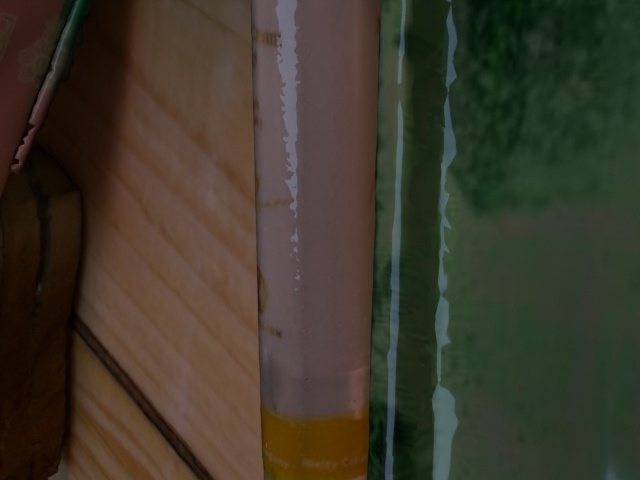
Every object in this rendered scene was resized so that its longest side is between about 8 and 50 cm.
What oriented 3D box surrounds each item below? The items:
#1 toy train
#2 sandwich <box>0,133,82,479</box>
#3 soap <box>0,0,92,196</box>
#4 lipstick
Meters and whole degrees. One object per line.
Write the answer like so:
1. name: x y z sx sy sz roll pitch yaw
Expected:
1. toy train: 0.120 0.044 0.331 0.202 0.145 0.266 6 95 47
2. sandwich: -0.269 0.003 0.946 0.273 0.095 0.249 42 132 39
3. soap: -0.226 -0.117 0.756 0.218 0.098 0.273 35 106 42
4. lipstick: 0.000 0.000 0.592 0.059 0.059 0.263 22 120 50
